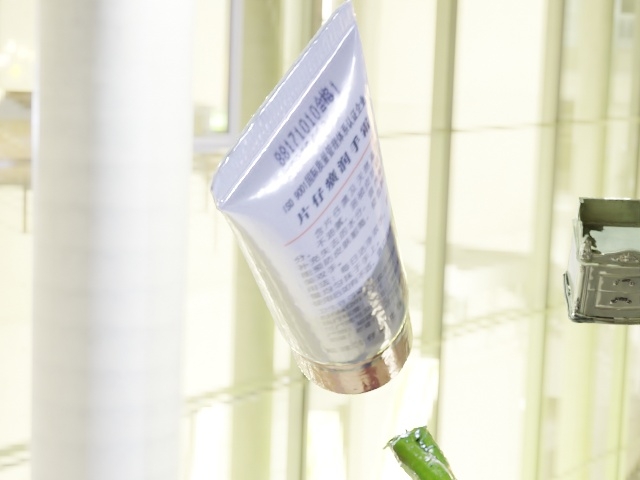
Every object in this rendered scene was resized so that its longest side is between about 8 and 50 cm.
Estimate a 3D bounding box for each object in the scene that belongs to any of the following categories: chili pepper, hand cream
[{"bbox_3d":[0.203,0.350,1.707,0.359,0.076,0.085,48,-162,15],"label":"chili pepper"},{"bbox_3d":[0.000,0.000,0.942,0.089,0.139,0.314,27,155,20],"label":"hand cream"}]

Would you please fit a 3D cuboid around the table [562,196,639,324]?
[{"bbox_3d":[0.238,0.017,1.227,0.079,0.083,0.062,2,-144,1],"label":"table"}]
